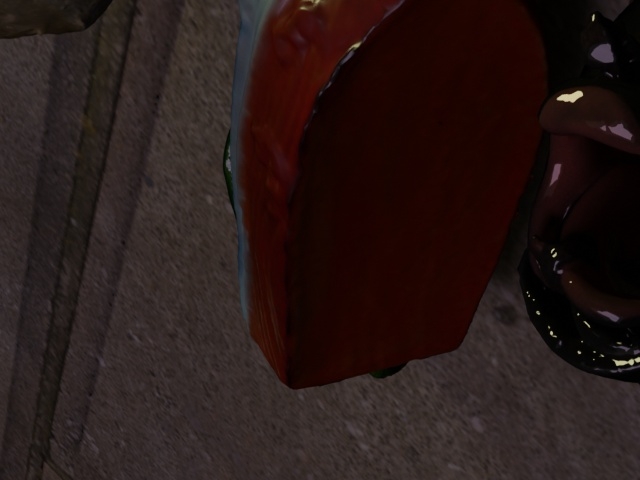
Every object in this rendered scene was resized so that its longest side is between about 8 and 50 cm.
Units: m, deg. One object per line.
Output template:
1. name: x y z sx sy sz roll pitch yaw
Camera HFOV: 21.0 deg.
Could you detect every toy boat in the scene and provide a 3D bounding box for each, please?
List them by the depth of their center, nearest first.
1. toy boat: 0.023 -0.073 0.817 0.332 0.145 0.133 99 153 -52

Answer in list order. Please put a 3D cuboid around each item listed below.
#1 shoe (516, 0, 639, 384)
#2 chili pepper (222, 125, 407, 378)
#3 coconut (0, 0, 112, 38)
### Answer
1. shoe: 0.157 0.017 0.719 0.114 0.137 0.291 22 141 42
2. chili pepper: -0.003 -0.001 1.012 0.182 0.050 0.073 56 158 -3
3. coconut: -0.172 -0.208 0.844 0.230 0.227 0.227 54 151 -3
